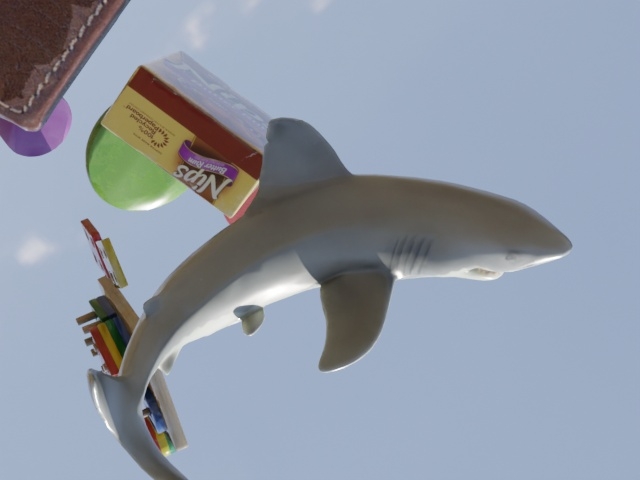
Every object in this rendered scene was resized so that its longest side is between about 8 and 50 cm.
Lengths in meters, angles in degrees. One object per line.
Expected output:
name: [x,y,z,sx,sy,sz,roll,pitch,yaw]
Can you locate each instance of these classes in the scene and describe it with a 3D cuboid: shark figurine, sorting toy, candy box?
shark figurine: [-0.029,0.002,0.944,0.278,0.116,0.166,-27,-138,-28]
sorting toy: [-0.165,-0.107,1.794,0.126,0.366,0.127,47,-64,45]
candy box: [-0.081,-0.078,1.308,0.053,0.109,0.186,-53,-177,8]
sorting toy: [-0.181,0.110,1.729,0.046,0.274,0.132,-23,-152,-13]

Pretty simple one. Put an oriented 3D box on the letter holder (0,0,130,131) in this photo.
letter holder: [-0.100,-0.233,0.670,0.302,0.214,0.152,-51,-165,21]
